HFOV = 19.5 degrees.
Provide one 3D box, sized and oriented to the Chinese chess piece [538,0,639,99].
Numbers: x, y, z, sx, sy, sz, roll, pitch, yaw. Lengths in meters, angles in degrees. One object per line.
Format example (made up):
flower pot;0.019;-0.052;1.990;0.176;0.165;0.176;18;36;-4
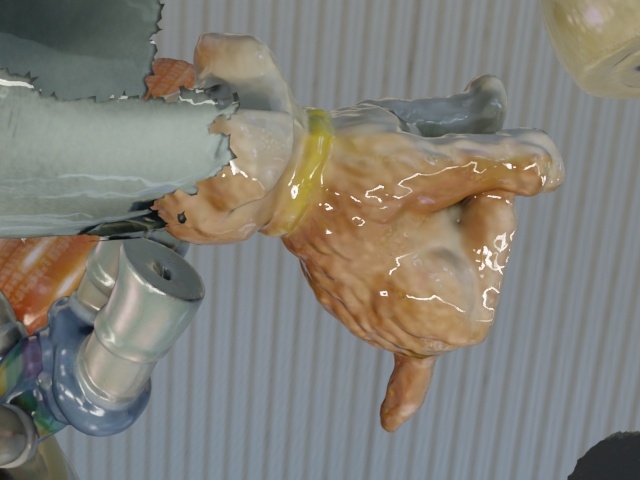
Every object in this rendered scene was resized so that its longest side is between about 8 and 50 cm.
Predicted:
Chinese chess piece;0.266;-0.172;1.181;0.257;0.257;0.104;-14;80;19

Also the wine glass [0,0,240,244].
wine glass;-0.189;-0.068;0.594;0.321;0.143;0.143;1;125;-20

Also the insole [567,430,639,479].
insole;0.221;0.178;1.005;0.110;0.309;0.012;-48;118;-10

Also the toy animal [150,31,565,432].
toy animal;-0.010;0.005;0.850;0.185;0.104;0.183;6;113;-31

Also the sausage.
sausage;-0.179;-0.015;1.415;0.093;0.312;0.093;18;137;18

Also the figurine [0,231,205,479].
figurine;-0.190;0.141;1.158;0.205;0.224;0.382;23;137;-34
